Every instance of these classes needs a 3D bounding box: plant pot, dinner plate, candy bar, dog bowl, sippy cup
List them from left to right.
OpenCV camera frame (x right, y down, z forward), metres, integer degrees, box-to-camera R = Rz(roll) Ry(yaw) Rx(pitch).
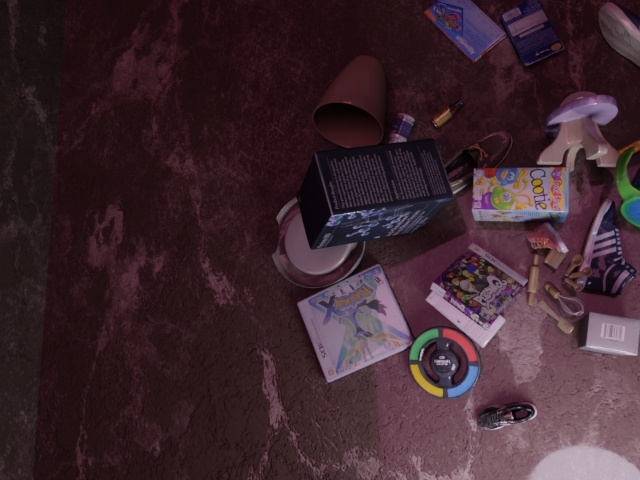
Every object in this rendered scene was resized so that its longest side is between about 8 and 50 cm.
[{"bbox_3d":[0.000,0.000,1.931,0.349,0.102,0.348,-4,77,18],"label":"dog bowl"},{"bbox_3d":[0.132,-0.509,1.939,0.257,0.256,0.273,9,65,21],"label":"plant pot"},{"bbox_3d":[0.846,-0.419,1.764,0.141,0.017,0.141,-4,77,17],"label":"dinner plate"},{"bbox_3d":[0.970,-0.285,1.689,0.162,0.018,0.040,-29,74,11],"label":"candy bar"},{"bbox_3d":[1.006,-0.162,1.550,0.240,0.305,0.224,7,67,49],"label":"sippy cup"}]

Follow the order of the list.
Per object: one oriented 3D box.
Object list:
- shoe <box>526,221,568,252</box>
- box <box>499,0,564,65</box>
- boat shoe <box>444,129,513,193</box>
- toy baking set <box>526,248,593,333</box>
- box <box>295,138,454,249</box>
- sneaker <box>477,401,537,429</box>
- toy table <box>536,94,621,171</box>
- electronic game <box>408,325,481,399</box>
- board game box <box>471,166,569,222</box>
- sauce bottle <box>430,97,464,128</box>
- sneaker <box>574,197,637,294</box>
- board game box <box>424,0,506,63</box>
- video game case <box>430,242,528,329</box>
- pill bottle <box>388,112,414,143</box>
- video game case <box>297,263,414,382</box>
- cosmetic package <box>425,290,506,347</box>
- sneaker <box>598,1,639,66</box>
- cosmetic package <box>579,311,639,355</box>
[{"bbox_3d":[0.685,0.005,1.659,0.081,0.178,0.063,-31,107,16],"label":"shoe"},{"bbox_3d":[0.717,-0.705,1.860,0.137,0.036,0.225,-22,71,15],"label":"box"},{"bbox_3d":[0.505,-0.262,1.811,0.305,0.091,0.109,-38,69,9],"label":"boat shoe"},{"bbox_3d":[0.705,0.140,1.636,0.197,0.030,0.256,7,82,56],"label":"toy baking set"},{"bbox_3d":[0.158,-0.142,1.714,0.396,0.293,0.211,-9,72,-16],"label":"box"},{"bbox_3d":[0.553,0.520,1.633,0.178,0.077,0.071,-23,70,14],"label":"sneaker"},{"bbox_3d":[0.772,-0.303,1.632,0.252,0.274,0.160,0,81,9],"label":"toy table"},{"bbox_3d":[0.387,0.384,1.716,0.230,0.048,0.229,0,90,27],"label":"electronic game"},{"bbox_3d":[0.625,-0.142,1.715,0.276,0.144,0.141,2,79,20],"label":"board game box"},{"bbox_3d":[0.443,-0.444,1.901,0.128,0.042,0.042,-39,69,6],"label":"sauce bottle"},{"bbox_3d":[0.867,0.023,1.614,0.153,0.099,0.282,18,92,27],"label":"sneaker"},{"bbox_3d":[0.515,-0.774,1.954,0.145,0.027,0.281,-38,69,7],"label":"board game box"},{"bbox_3d":[0.492,0.136,1.691,0.210,0.041,0.232,38,57,23],"label":"video game case"},{"bbox_3d":[0.282,-0.382,1.931,0.067,0.067,0.120,21,86,22],"label":"pill bottle"},{"bbox_3d":[0.114,0.281,1.864,0.329,0.036,0.299,-27,71,12],"label":"video game case"},{"bbox_3d":[0.458,0.220,1.729,0.231,0.085,0.117,39,93,21],"label":"cosmetic package"},{"bbox_3d":[1.030,-0.635,1.694,0.148,0.131,0.350,-38,74,1],"label":"sneaker"},{"bbox_3d":[0.796,0.262,1.517,0.127,0.238,0.107,7,78,24],"label":"cosmetic package"}]
